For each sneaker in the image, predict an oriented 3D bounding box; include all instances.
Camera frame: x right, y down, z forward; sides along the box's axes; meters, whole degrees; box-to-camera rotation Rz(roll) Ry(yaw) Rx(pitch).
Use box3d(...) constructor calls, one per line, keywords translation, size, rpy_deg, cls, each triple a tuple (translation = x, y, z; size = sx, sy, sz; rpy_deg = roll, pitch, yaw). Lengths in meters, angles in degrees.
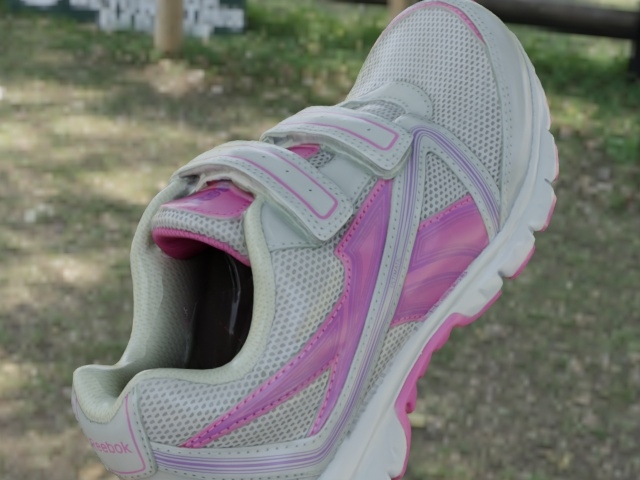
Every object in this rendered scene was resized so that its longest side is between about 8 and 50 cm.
box3d(translation=(0.000, 0.000, 0.593), size=(0.103, 0.111, 0.252), rpy_deg=(-3, 51, 45), cls="sneaker")
